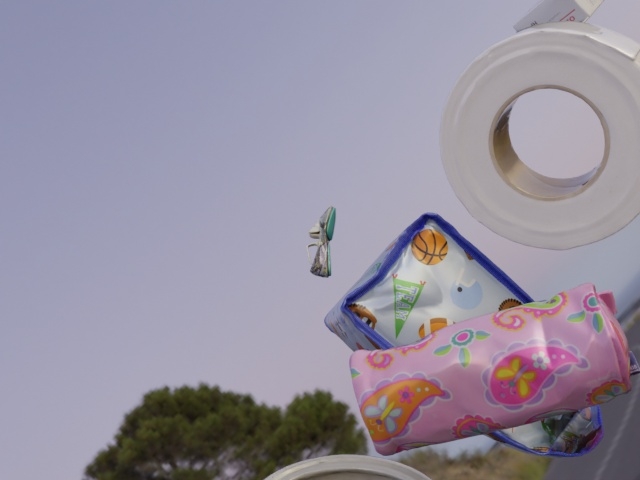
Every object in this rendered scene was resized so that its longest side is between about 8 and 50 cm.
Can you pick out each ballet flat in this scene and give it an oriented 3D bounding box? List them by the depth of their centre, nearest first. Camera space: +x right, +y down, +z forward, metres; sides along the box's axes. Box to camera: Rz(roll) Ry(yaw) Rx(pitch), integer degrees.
[{"bbox_3d":[0.000,0.000,1.315,0.041,0.041,0.114,97,178,-64],"label":"ballet flat"}]

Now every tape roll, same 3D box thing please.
[{"bbox_3d":[0.302,-0.136,1.158,0.286,0.286,0.100,-57,-10,29],"label":"tape roll"}]

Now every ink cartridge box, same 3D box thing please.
[{"bbox_3d":[0.350,-0.336,1.291,0.180,0.060,0.104,-46,6,-39],"label":"ink cartridge box"}]

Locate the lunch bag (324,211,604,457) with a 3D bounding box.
[{"bbox_3d":[0.222,0.160,1.344,0.239,0.385,0.328,-47,-4,-7],"label":"lunch bag"}]

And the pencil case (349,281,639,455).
[{"bbox_3d":[0.175,0.133,0.927,0.284,0.124,0.124,-19,-9,14],"label":"pencil case"}]

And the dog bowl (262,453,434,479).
[{"bbox_3d":[0.052,0.559,1.574,0.408,0.408,0.150,-31,-52,-48],"label":"dog bowl"}]
